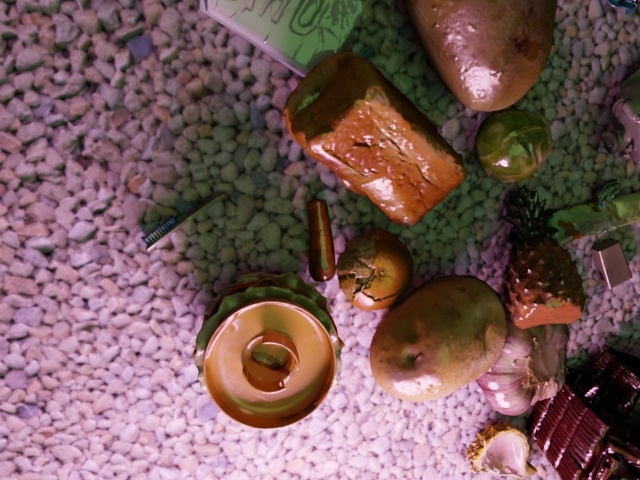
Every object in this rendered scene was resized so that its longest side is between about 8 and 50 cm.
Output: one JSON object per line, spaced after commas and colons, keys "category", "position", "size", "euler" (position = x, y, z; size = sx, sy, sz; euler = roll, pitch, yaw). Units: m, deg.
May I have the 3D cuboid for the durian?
{"category": "durian", "position": [0.411, 0.477, 1.535], "size": [0.224, 0.078, 0.140], "euler": [36, 83, -30]}

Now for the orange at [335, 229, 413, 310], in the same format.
{"category": "orange", "position": [0.101, 0.058, 1.305], "size": [0.157, 0.134, 0.156], "euler": [1, 83, -8]}

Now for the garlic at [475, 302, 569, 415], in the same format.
{"category": "garlic", "position": [0.406, 0.241, 1.422], "size": [0.245, 0.161, 0.244], "euler": [-2, 93, -39]}

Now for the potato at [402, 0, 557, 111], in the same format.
{"category": "potato", "position": [0.289, -0.407, 1.174], "size": [0.270, 0.219, 0.359], "euler": [-24, 117, 5]}

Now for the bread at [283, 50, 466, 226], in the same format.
{"category": "bread", "position": [0.097, -0.173, 1.194], "size": [0.195, 0.148, 0.344], "euler": [-41, 134, 15]}

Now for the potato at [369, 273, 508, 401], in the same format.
{"category": "potato", "position": [0.206, 0.198, 1.288], "size": [0.285, 0.242, 0.242], "euler": [-27, 113, 25]}

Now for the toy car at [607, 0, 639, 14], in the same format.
{"category": "toy car", "position": [0.604, -0.522, 1.288], "size": [0.126, 0.098, 0.161], "euler": [30, 129, 7]}

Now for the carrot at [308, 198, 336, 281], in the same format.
{"category": "carrot", "position": [0.000, 0.000, 1.311], "size": [0.055, 0.055, 0.161], "euler": [-6, 100, -11]}

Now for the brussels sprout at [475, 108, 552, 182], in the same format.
{"category": "brussels sprout", "position": [0.372, -0.182, 1.307], "size": [0.155, 0.117, 0.155], "euler": [-1, 105, -2]}

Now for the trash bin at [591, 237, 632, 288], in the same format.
{"category": "trash bin", "position": [0.630, 0.048, 1.475], "size": [0.061, 0.043, 0.092], "euler": [-25, 106, -5]}

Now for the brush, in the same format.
{"category": "brush", "position": [-0.251, -0.043, 1.248], "size": [0.178, 0.033, 0.030], "euler": [-36, 96, -1]}

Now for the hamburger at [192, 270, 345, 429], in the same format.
{"category": "hamburger", "position": [-0.094, 0.192, 1.255], "size": [0.275, 0.212, 0.274], "euler": [-1, 104, -4]}

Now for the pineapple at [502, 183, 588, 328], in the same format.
{"category": "pineapple", "position": [0.416, 0.028, 1.334], "size": [0.158, 0.158, 0.278], "euler": [-1, 64, -13]}

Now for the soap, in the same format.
{"category": "soap", "position": [-0.083, -0.416, 1.143], "size": [0.290, 0.095, 0.172], "euler": [30, 97, -19]}

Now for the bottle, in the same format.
{"category": "bottle", "position": [0.727, -0.272, 1.320], "size": [0.352, 0.229, 0.229], "euler": [-18, 109, 1]}

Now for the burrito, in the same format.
{"category": "burrito", "position": [0.593, -0.068, 1.428], "size": [0.288, 0.054, 0.104], "euler": [-14, 107, -7]}

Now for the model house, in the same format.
{"category": "model house", "position": [0.617, 0.368, 1.463], "size": [0.283, 0.297, 0.317], "euler": [31, 107, 25]}
